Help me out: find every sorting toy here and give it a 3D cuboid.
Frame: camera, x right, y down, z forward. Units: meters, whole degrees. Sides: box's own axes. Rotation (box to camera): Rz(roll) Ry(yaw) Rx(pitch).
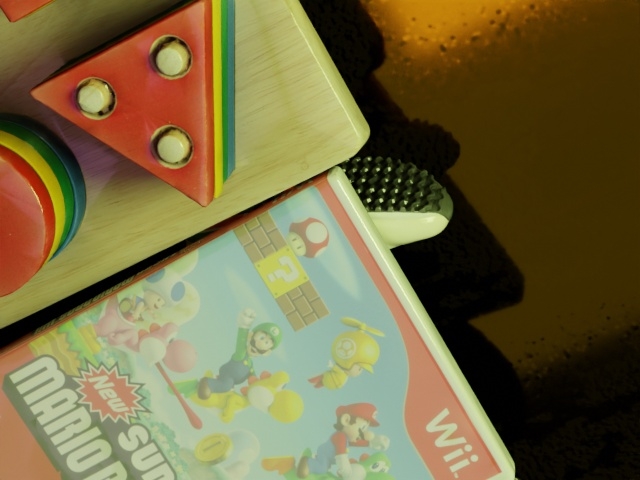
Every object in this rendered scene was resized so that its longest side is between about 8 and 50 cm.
[{"bbox_3d":[-0.150,-0.097,1.013,0.257,0.089,0.255,-26,102,20],"label":"sorting toy"}]

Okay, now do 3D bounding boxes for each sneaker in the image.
[{"bbox_3d":[0.000,0.000,1.098,0.161,0.057,0.075,-4,124,13],"label":"sneaker"}]

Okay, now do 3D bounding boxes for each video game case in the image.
[{"bbox_3d":[-0.063,0.111,1.078,0.285,0.025,0.204,-28,102,12],"label":"video game case"}]

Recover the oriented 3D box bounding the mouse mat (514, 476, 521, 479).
[{"bbox_3d":[0.031,0.199,1.231,0.189,0.007,0.153,9,120,2],"label":"mouse mat"}]
